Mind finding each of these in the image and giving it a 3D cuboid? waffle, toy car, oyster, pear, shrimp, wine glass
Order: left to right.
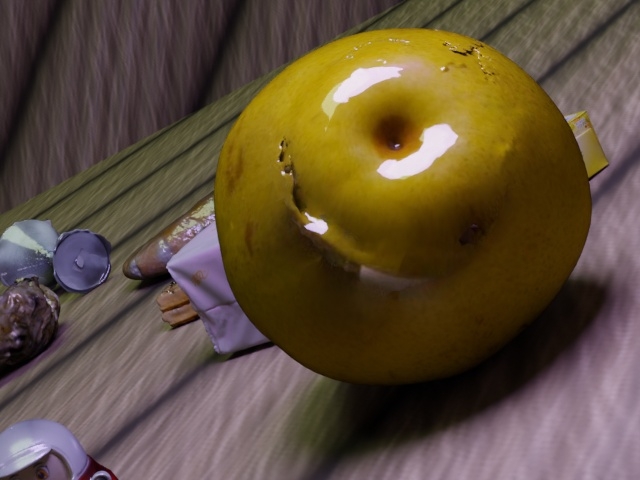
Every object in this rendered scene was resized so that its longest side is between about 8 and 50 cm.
[{"bbox_3d":[-0.416,0.141,2.112,0.294,0.094,0.166,-48,3,-35],"label":"oyster"},{"bbox_3d":[-0.213,0.192,1.315,0.112,0.112,0.139,-28,12,-1],"label":"toy car"},{"bbox_3d":[-0.380,0.025,2.426,0.122,0.122,0.183,-34,17,-29],"label":"wine glass"},{"bbox_3d":[-0.123,-0.039,2.222,0.317,0.077,0.168,-31,9,-5],"label":"shrimp"},{"bbox_3d":[-0.104,0.042,1.895,0.148,0.042,0.102,-22,12,26],"label":"waffle"},{"bbox_3d":[0.067,-0.011,1.290,0.285,0.336,0.285,-11,61,21],"label":"pear"}]

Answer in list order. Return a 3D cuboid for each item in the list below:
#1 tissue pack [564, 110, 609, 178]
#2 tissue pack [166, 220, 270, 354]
[{"bbox_3d":[0.185,-0.068,1.671,0.095,0.062,0.176,-34,12,-37],"label":"tissue pack"},{"bbox_3d":[0.000,0.000,1.639,0.225,0.124,0.185,-20,16,35],"label":"tissue pack"}]
